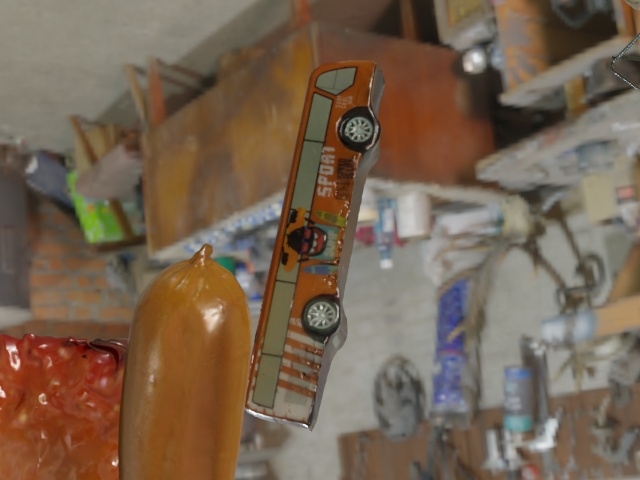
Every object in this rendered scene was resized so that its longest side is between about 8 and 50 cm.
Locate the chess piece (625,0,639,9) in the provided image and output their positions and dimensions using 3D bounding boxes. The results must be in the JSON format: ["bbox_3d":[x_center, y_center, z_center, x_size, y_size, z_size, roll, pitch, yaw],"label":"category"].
[{"bbox_3d":[0.261,-0.232,0.965,0.038,0.083,0.083,-29,166,4],"label":"chess piece"}]

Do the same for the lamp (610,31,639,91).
[{"bbox_3d":[0.255,-0.157,0.891,0.054,0.041,0.121,22,162,13],"label":"lamp"}]

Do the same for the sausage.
[{"bbox_3d":[-0.067,0.091,0.554,0.062,0.183,0.054,17,-167,43],"label":"sausage"}]

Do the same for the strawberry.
[{"bbox_3d":[-0.160,0.167,0.745,0.234,0.233,0.178,-8,167,7],"label":"strawberry"}]

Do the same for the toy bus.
[{"bbox_3d":[0.000,0.000,1.277,0.092,0.408,0.093,10,167,7],"label":"toy bus"}]
